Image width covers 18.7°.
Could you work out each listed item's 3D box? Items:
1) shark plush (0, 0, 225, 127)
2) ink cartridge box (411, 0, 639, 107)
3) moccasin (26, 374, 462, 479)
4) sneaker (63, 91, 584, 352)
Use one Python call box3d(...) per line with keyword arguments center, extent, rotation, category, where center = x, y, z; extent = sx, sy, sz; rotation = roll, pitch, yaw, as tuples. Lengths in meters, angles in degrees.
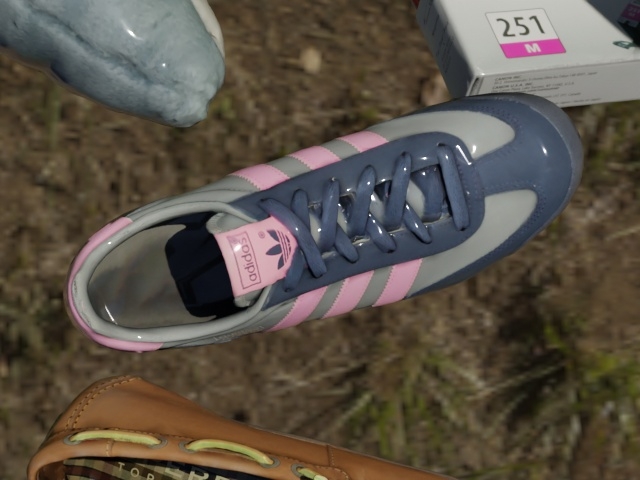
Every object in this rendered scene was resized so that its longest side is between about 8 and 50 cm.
box3d(center=(-0.080, -0.078, 0.306), extent=(0.073, 0.161, 0.067), rotation=(-37, 28, 24), category="shark plush")
box3d(center=(0.213, -0.219, 1.666), extent=(0.060, 0.275, 0.239), rotation=(106, 151, -50), category="ink cartridge box")
box3d(center=(-0.007, 0.197, 1.262), extent=(0.380, 0.147, 0.139), rotation=(25, 111, 5), category="moccasin")
box3d(center=(0.000, 0.000, 1.133), extent=(0.319, 0.131, 0.112), rotation=(-20, 93, 12), category="sneaker")
